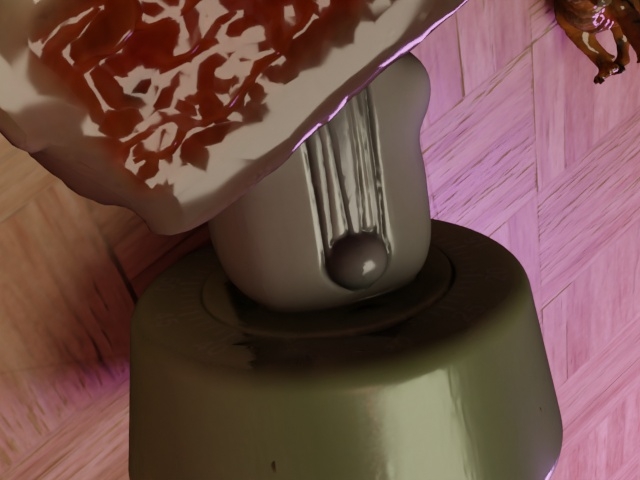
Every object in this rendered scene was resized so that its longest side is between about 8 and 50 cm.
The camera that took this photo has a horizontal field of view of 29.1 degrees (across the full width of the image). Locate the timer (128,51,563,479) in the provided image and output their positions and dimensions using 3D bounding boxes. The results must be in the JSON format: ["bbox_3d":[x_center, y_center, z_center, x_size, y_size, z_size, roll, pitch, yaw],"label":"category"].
[{"bbox_3d":[0.000,0.000,0.779,0.290,0.290,0.315,-23,116,-36],"label":"timer"}]

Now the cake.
[{"bbox_3d":[-0.061,-0.185,0.467,0.309,0.230,0.237,-41,127,-5],"label":"cake"}]

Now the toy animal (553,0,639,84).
[{"bbox_3d":[0.281,-0.215,1.039,0.255,0.114,0.116,-29,99,-38],"label":"toy animal"}]
